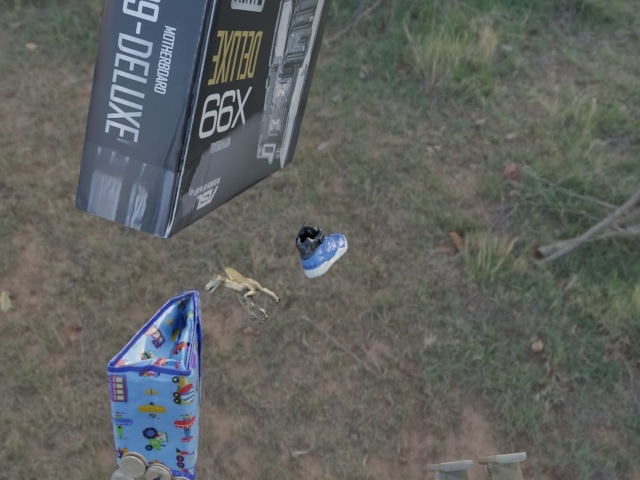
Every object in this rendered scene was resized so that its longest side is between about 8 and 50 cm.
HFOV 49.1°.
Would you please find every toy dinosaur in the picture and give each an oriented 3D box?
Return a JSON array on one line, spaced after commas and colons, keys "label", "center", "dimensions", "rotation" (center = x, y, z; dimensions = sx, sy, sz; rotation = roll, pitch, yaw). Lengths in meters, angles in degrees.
[{"label": "toy dinosaur", "center": [-0.103, 0.073, 1.035], "dimensions": [0.092, 0.183, 0.053], "rotation": [45, 97, 14]}]

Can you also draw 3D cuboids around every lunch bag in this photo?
[{"label": "lunch bag", "center": [-0.266, 0.240, 1.258], "dimensions": [0.138, 0.221, 0.293], "rotation": [3, 24, 1]}]

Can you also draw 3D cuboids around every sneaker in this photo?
[{"label": "sneaker", "center": [0.001, 0.000, 1.324], "dimensions": [0.058, 0.085, 0.152], "rotation": [-9, 21, 31]}]

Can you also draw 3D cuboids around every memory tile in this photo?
[{"label": "memory tile", "center": [-0.219, 0.353, 0.956], "dimensions": [0.148, 0.113, 0.012], "rotation": [30, 27, -5]}]

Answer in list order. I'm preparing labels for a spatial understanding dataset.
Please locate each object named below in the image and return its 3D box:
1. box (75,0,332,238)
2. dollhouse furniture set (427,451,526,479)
[{"label": "box", "center": [-0.069, -0.160, 0.567], "dimensions": [0.076, 0.243, 0.307], "rotation": [18, 19, 8]}, {"label": "dollhouse furniture set", "center": [0.266, 0.408, 0.970], "dimensions": [0.241, 0.161, 0.212], "rotation": [-4, 72, -9]}]
